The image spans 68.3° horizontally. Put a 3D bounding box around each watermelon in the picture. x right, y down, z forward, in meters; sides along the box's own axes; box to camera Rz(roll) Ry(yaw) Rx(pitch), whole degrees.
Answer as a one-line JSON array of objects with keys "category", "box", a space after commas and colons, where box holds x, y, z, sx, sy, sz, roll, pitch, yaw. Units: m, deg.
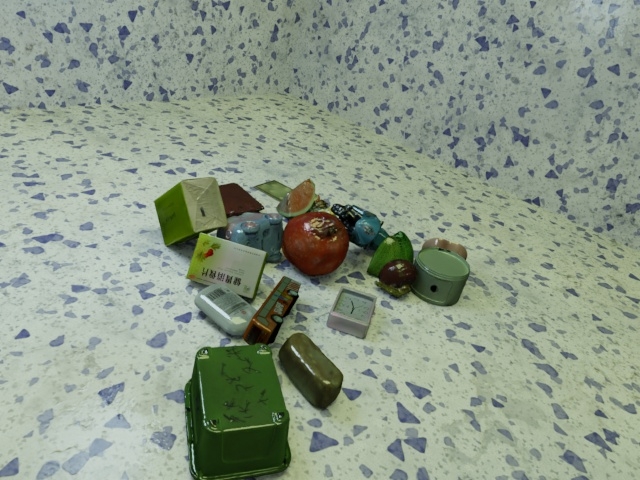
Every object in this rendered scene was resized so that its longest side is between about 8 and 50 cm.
[{"category": "watermelon", "box": [-0.122, -0.195, 2.342, 0.231, 0.128, 0.146, -41, 14, -31]}]

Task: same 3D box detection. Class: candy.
[{"category": "candy", "box": [-0.031, 0.384, 1.414, 0.102, 0.104, 0.234, -10, 37, -42]}]

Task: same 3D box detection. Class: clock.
[{"category": "clock", "box": [0.120, 0.257, 1.725, 0.150, 0.063, 0.197, 17, 30, 9]}]

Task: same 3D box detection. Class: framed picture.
[{"category": "framed picture", "box": [-0.219, -0.262, 2.523, 0.231, 0.010, 0.173, 30, 34, 28]}]

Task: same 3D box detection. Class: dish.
[{"category": "dish", "box": [0.551, 0.082, 2.123, 0.213, 0.213, 0.090, 17, 63, 7]}]

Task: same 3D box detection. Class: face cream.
[{"category": "face cream", "box": [-0.279, 0.250, 1.569, 0.291, 0.071, 0.144, 32, 34, 23]}]

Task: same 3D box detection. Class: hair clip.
[{"category": "hair clip", "box": [0.002, -0.150, 2.339, 0.138, 0.091, 0.321, -9, 35, -28]}]

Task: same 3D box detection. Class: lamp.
[{"category": "lamp", "box": [0.316, 0.152, 1.899, 0.156, 0.157, 0.135, 0, 50, -32]}]

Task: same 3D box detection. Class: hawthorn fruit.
[{"category": "hawthorn fruit", "box": [0.000, 0.000, 1.875, 0.276, 0.307, 0.276, 9, 70, -26]}]

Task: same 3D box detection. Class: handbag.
[{"category": "handbag", "box": [-0.435, -0.173, 2.228, 0.260, 0.084, 0.275, -14, 40, -42]}]

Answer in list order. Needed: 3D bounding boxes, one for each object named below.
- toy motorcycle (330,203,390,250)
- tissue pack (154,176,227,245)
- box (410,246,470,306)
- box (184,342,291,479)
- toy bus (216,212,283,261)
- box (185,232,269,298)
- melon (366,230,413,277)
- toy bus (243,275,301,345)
[{"category": "toy motorcycle", "box": [0.207, -0.030, 2.048, 0.232, 0.172, 0.416, 36, 1, 40]}, {"category": "tissue pack", "box": [-0.511, -0.109, 1.840, 0.167, 0.200, 0.274, -14, -2, -40]}, {"category": "box", "box": [0.492, 0.146, 1.970, 0.226, 0.149, 0.226, 9, 30, -5]}, {"category": "box", "box": [-0.209, 0.420, 1.208, 0.252, 0.178, 0.329, 2, 32, -21]}, {"category": "toy bus", "box": [-0.296, -0.014, 1.913, 0.231, 0.197, 0.294, 20, 30, 32]}, {"category": "box", "box": [-0.337, 0.091, 1.716, 0.260, 0.175, 0.062, 16, -6, 5]}, {"category": "melon", "box": [0.337, 0.064, 2.030, 0.129, 0.169, 0.265, 34, 38, 30]}, {"category": "toy bus", "box": [-0.147, 0.230, 1.556, 0.092, 0.093, 0.409, 28, 17, 2]}]
